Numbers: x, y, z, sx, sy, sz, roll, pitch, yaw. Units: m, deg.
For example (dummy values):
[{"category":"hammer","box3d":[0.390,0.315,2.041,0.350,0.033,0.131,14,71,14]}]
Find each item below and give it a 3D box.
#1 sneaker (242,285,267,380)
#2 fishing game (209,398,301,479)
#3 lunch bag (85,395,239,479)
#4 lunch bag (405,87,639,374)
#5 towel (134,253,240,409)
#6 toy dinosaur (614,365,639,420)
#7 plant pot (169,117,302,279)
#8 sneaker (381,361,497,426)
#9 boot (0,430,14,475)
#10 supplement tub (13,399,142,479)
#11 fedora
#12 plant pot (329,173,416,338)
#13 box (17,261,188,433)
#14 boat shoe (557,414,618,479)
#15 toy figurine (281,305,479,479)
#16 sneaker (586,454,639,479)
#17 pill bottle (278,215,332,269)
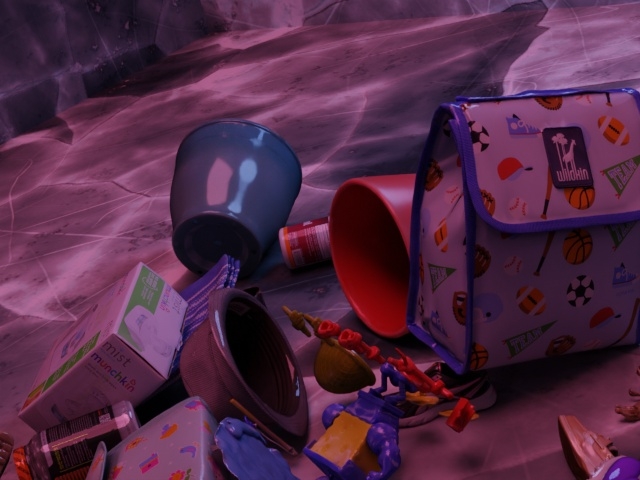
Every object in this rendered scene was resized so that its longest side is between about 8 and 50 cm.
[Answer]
[{"category":"sneaker","box3d":[-0.136,0.172,2.012,0.083,0.118,0.222,-9,24,16]},{"category":"fishing game","box3d":[-0.081,0.319,1.598,0.041,0.189,0.264,-42,26,12]},{"category":"lunch bag","box3d":[-0.235,0.364,1.604,0.262,0.160,0.223,-29,26,9]},{"category":"lunch bag","box3d":[0.312,-0.027,1.744,0.327,0.386,0.239,-6,20,-22]},{"category":"towel","box3d":[-0.257,0.165,2.096,0.243,0.040,0.336,-36,17,20]},{"category":"toy dinosaur","box3d":[0.491,0.203,1.639,0.183,0.053,0.093,-20,38,11]},{"category":"plant pot","box3d":[-0.190,-0.066,2.432,0.271,0.272,0.255,-9,38,18]},{"category":"sneaker","box3d":[0.166,0.216,1.768,0.178,0.077,0.072,-15,22,6]},{"category":"boot","box3d":[-0.558,0.403,1.806,0.207,0.090,0.248,-33,22,51]},{"category":"supplement tub","box3d":[-0.360,0.326,1.815,0.190,0.117,0.117,-19,23,-9]},{"category":"fedora","box3d":[-0.131,0.205,1.833,0.124,0.244,0.275,-33,40,16]},{"category":"plant pot","box3d":[0.184,0.002,2.034,0.243,0.275,0.275,-16,21,-26]},{"category":"box","box3d":[-0.351,0.197,1.986,0.231,0.127,0.262,-41,17,19]},{"category":"boat shoe","box3d":[0.353,0.280,1.528,0.059,0.063,0.170,-15,32,-4]},{"category":"toy figurine","box3d":[0.022,0.250,1.660,0.217,0.191,0.362,-56,31,-11]},{"category":"sneaker","box3d":[0.353,0.357,1.314,0.146,0.102,0.293,1,33,26]},{"category":"pill bottle","box3d":[0.000,0.000,2.354,0.152,0.086,0.086,-14,23,5]}]
